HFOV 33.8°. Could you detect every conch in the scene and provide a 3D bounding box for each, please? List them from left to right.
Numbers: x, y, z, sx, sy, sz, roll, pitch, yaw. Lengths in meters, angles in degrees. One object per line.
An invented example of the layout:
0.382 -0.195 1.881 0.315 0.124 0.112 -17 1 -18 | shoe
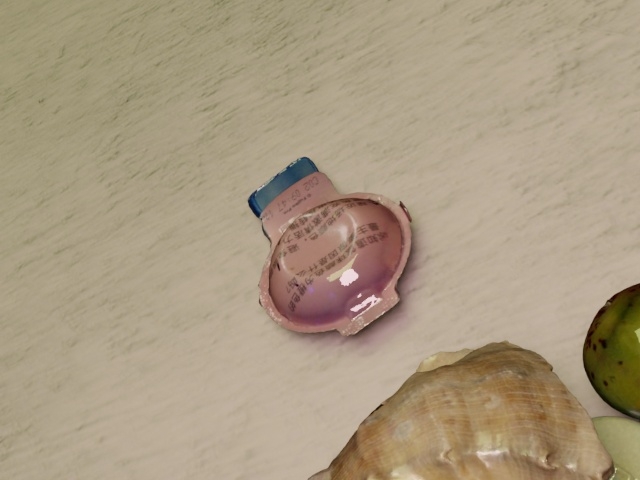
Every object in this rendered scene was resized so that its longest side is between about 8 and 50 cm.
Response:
0.101 0.196 0.833 0.263 0.186 0.324 -45 38 28 | conch

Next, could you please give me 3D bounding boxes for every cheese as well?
0.000 0.000 1.155 0.189 0.074 0.286 -37 41 0 | cheese

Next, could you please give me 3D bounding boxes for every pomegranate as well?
0.282 0.097 0.881 0.130 0.130 0.130 -17 49 20 | pomegranate

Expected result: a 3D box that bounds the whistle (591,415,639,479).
0.263 0.223 0.824 0.126 0.067 0.258 -49 49 -9 | whistle
